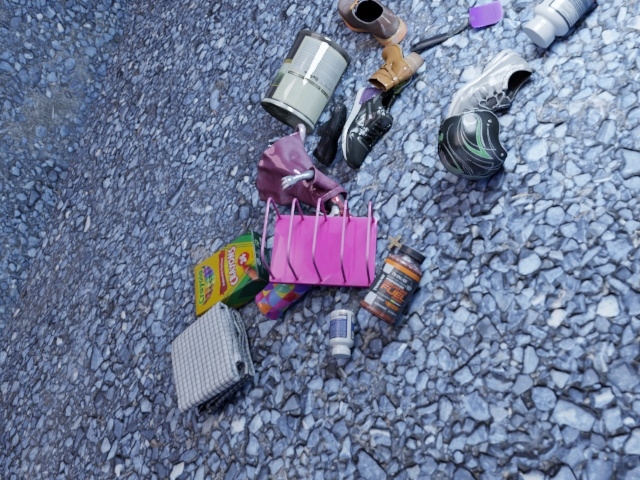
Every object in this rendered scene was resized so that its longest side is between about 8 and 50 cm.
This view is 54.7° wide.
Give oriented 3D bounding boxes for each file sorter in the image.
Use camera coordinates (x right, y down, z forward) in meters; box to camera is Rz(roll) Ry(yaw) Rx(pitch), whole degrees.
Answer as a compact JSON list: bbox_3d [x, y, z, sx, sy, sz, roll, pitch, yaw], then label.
[{"bbox_3d":[0.000,0.000,1.663,0.291,0.182,0.202,2,69,8],"label":"file sorter"}]

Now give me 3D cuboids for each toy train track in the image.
[{"bbox_3d":[0.216,0.016,1.686,0.048,0.014,0.083,-46,51,1],"label":"toy train track"}]

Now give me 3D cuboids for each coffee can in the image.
[{"bbox_3d":[-0.050,-0.530,2.074,0.202,0.201,0.275,23,83,45],"label":"coffee can"}]

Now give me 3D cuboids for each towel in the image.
[{"bbox_3d":[-0.325,0.364,1.881,0.235,0.121,0.283,-38,46,16],"label":"towel"}]

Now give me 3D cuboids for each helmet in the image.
[{"bbox_3d":[0.383,-0.234,1.567,0.169,0.169,0.161,-12,83,36],"label":"helmet"}]

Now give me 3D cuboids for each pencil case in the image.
[{"bbox_3d":[-0.081,0.131,1.813,0.236,0.104,0.104,-40,47,16],"label":"pencil case"}]

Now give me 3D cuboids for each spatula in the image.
[{"bbox_3d":[0.404,-0.636,1.869,0.297,0.030,0.084,-19,58,32],"label":"spatula"}]

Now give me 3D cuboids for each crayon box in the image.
[{"bbox_3d":[-0.306,0.130,2.010,0.319,0.081,0.202,-33,47,23],"label":"crayon box"}]

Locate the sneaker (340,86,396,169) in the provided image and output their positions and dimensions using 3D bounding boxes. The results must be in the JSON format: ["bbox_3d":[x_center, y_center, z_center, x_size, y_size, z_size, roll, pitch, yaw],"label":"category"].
[{"bbox_3d":[0.152,-0.351,1.880,0.124,0.107,0.283,2,69,35],"label":"sneaker"}]

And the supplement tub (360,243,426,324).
[{"bbox_3d":[0.191,0.109,1.589,0.106,0.106,0.197,29,87,45],"label":"supplement tub"}]

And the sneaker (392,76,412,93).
[{"bbox_3d":[0.250,-0.492,1.918,0.083,0.035,0.031,-47,46,10],"label":"sneaker"}]

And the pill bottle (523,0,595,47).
[{"bbox_3d":[0.622,-0.599,1.611,0.180,0.108,0.108,-48,46,9],"label":"pill bottle"}]

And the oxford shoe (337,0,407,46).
[{"bbox_3d":[0.151,-0.780,2.089,0.130,0.133,0.363,-51,45,7],"label":"oxford shoe"}]

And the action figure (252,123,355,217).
[{"bbox_3d":[-0.026,-0.152,1.892,0.370,0.248,0.276,31,52,27],"label":"action figure"}]

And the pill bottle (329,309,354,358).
[{"bbox_3d":[0.057,0.251,1.652,0.067,0.067,0.120,-16,57,33],"label":"pill bottle"}]

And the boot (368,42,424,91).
[{"bbox_3d":[0.206,-0.533,1.912,0.152,0.073,0.197,-39,35,-9],"label":"boot"}]

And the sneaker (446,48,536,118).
[{"bbox_3d":[0.447,-0.382,1.641,0.281,0.105,0.115,-51,46,7],"label":"sneaker"}]

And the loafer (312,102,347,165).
[{"bbox_3d":[0.024,-0.333,1.916,0.078,0.223,0.076,30,45,11],"label":"loafer"}]
